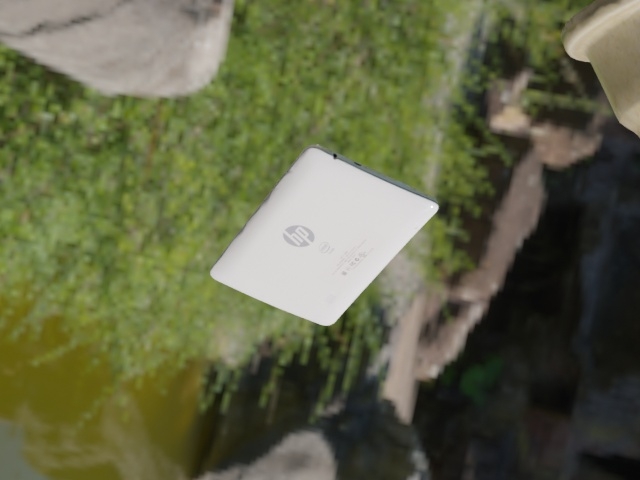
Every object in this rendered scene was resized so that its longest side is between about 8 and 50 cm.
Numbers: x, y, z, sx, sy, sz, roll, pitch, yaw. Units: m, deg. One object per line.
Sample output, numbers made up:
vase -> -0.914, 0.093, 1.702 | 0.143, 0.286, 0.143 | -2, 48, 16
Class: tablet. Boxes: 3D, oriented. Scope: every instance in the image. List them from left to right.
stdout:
tablet -> 0.000, 0.000, 0.616 | 0.083, 0.054, 0.006 | -50, -156, 42

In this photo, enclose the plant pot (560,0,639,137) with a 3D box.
plant pot -> 0.337, -0.021, 0.940 | 0.334, 0.334, 0.305 | 5, 68, -78
